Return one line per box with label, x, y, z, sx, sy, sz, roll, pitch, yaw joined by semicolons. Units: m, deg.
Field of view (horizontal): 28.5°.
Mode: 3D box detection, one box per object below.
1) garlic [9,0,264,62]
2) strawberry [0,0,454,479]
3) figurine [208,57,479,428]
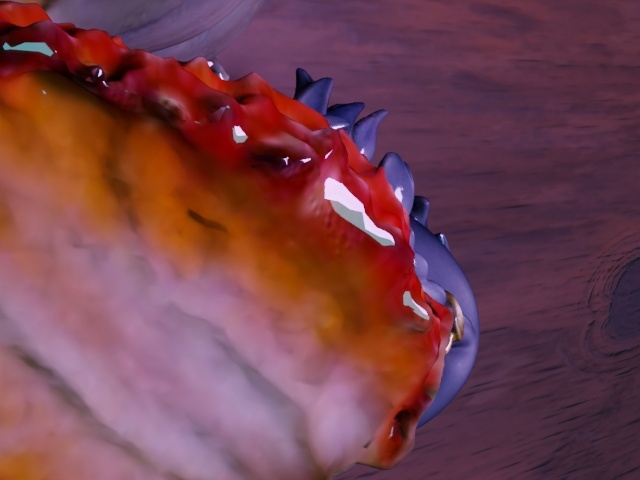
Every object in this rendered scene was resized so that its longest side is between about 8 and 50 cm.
garlic;-0.124;-0.199;0.667;0.237;0.210;0.292;27;83;-11
strawberry;-0.100;0.004;0.596;0.265;0.149;0.336;-36;120;18
figurine;0.000;0.015;0.811;0.175;0.197;0.265;-35;135;9
